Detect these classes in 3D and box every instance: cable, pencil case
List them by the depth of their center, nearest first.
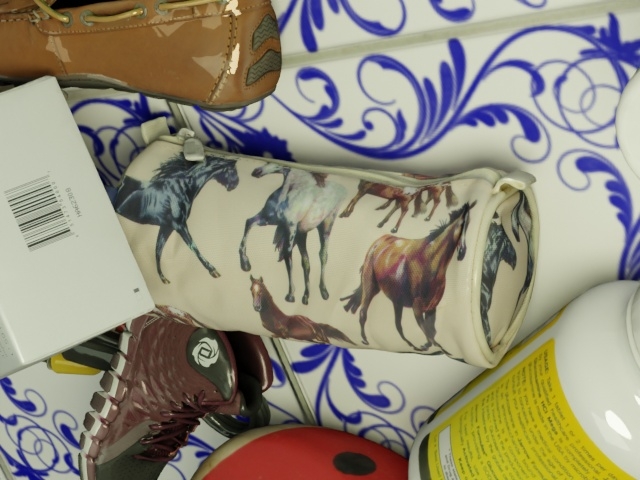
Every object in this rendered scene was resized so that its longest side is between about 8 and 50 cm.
[{"bbox_3d":[0.000,0.000,1.505,0.410,0.160,0.184,7,115,31],"label":"pencil case"},{"bbox_3d":[-0.177,0.111,1.803,0.287,0.072,0.140,17,113,9],"label":"cable"}]

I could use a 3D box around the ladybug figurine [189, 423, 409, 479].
[{"bbox_3d":[0.004,0.317,1.581,0.449,0.305,0.162,41,164,49],"label":"ladybug figurine"}]

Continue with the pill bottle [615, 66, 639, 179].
[{"bbox_3d":[0.292,-0.118,1.183,0.117,0.208,0.118,18,130,23],"label":"pill bottle"}]

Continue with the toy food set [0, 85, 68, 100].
[{"bbox_3d":[-0.295,-0.092,1.717,0.128,0.071,0.218,5,129,3],"label":"toy food set"}]

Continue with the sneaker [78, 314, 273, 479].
[{"bbox_3d":[-0.136,0.170,1.687,0.162,0.106,0.281,25,108,33],"label":"sneaker"}]

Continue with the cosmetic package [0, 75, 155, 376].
[{"bbox_3d":[-0.286,0.002,1.542,0.224,0.138,0.224,-25,88,63],"label":"cosmetic package"}]

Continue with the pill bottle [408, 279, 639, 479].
[{"bbox_3d":[0.234,0.152,1.434,0.188,0.188,0.334,44,135,0],"label":"pill bottle"}]

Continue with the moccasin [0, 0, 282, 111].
[{"bbox_3d":[-0.213,-0.207,1.523,0.380,0.139,0.147,12,115,32],"label":"moccasin"}]
